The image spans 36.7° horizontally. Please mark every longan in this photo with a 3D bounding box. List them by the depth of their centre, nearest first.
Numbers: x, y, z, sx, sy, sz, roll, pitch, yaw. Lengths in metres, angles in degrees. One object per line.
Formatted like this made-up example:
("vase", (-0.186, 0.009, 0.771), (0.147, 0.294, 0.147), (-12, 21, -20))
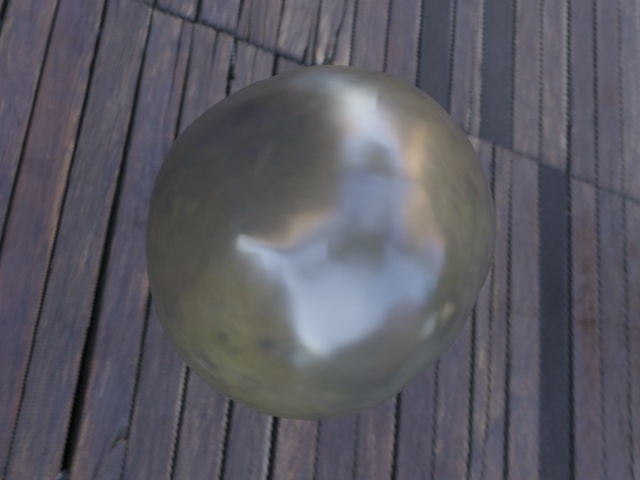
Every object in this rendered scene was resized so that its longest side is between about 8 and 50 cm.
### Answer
("longan", (0.000, 0.000, 0.455), (0.167, 0.167, 0.187), (27, 19, -20))
